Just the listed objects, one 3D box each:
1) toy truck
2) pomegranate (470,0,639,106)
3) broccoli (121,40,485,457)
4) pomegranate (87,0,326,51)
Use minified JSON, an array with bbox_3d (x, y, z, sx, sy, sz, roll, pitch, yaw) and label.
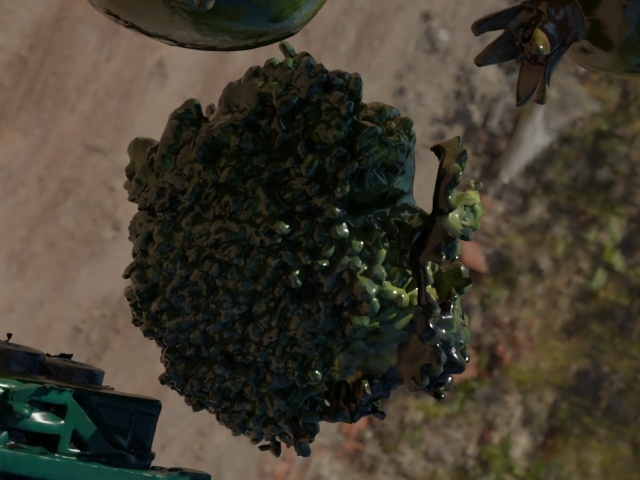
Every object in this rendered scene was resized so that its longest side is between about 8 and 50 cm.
[{"bbox_3d":[-0.282,0.169,1.334,0.363,0.178,0.176,14,88,-34],"label":"toy truck"},{"bbox_3d":[0.224,-0.201,1.287,0.224,0.181,0.181,-39,149,-22],"label":"pomegranate"},{"bbox_3d":[-0.013,0.009,1.377,0.272,0.334,0.324,-36,180,-30],"label":"broccoli"},{"bbox_3d":[-0.058,-0.145,0.691,0.169,0.148,0.148,-31,139,-64],"label":"pomegranate"}]
